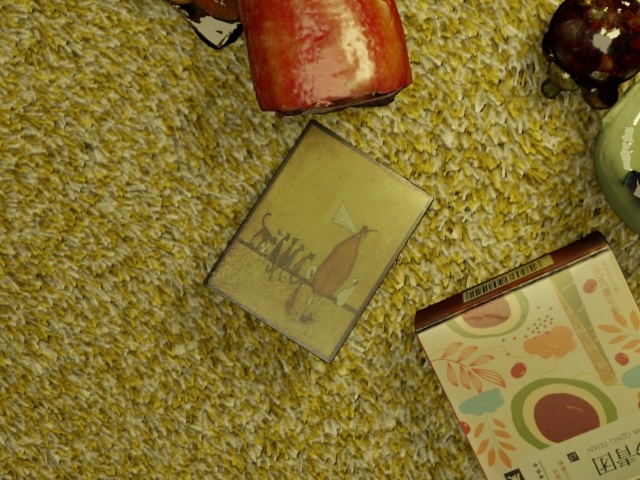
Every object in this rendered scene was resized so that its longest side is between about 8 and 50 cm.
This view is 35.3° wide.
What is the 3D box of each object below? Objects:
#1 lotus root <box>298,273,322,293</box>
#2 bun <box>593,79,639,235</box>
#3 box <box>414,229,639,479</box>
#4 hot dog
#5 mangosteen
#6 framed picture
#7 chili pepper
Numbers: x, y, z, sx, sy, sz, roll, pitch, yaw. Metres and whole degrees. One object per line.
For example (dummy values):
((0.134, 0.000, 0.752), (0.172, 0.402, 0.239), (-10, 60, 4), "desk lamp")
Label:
((-0.045, 0.064, 1.743), (0.165, 0.088, 0.088), (20, 103, 13), "lotus root")
((0.555, -0.130, 1.572), (0.293, 0.187, 0.293), (0, 92, -10), "bun")
((0.393, 0.232, 1.692), (0.344, 0.122, 0.385), (-25, 97, 11), "box")
((-0.222, -0.485, 1.645), (0.194, 0.107, 0.326), (-42, 93, 12), "hot dog")
((0.435, -0.300, 1.575), (0.172, 0.172, 0.184), (-1, 118, 8), "mangosteen")
((0.000, 0.000, 1.699), (0.255, 0.014, 0.339), (33, 83, 1), "framed picture")
((-0.005, -0.349, 1.607), (0.251, 0.229, 0.305), (-17, 88, 13), "chili pepper")
